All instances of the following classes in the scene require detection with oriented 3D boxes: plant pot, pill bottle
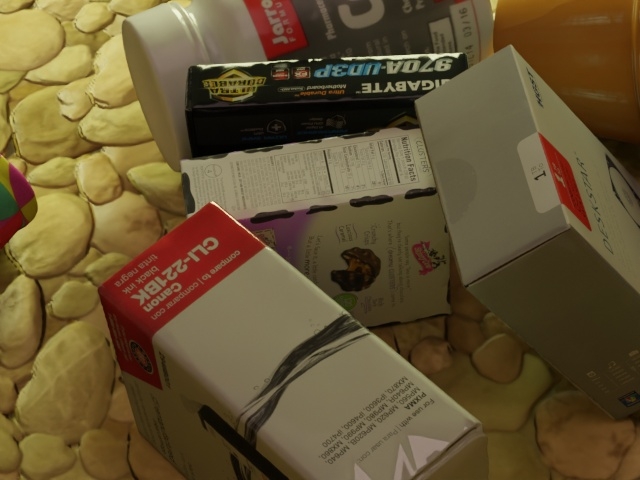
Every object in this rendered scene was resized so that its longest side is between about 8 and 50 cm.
[{"bbox_3d":[0.251,-0.163,1.568,0.188,0.205,0.205,1,49,26],"label":"plant pot"},{"bbox_3d":[-0.011,-0.166,1.596,0.283,0.161,0.161,-20,53,-12],"label":"pill bottle"}]

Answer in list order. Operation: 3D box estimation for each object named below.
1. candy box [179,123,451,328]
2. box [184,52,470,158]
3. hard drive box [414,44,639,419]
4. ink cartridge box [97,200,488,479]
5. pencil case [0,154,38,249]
[{"bbox_3d":[0.000,0.000,1.458,0.196,0.165,0.070,-9,52,-3],"label":"candy box"},{"bbox_3d":[0.010,-0.067,1.505,0.220,0.175,0.051,-2,50,2],"label":"box"},{"bbox_3d":[0.179,-0.001,1.397,0.089,0.232,0.181,-30,48,21],"label":"hard drive box"},{"bbox_3d":[-0.016,0.133,1.332,0.114,0.197,0.273,-39,58,-22],"label":"ink cartridge box"},{"bbox_3d":[-0.333,0.015,1.516,0.104,0.104,0.236,27,57,23],"label":"pencil case"}]
